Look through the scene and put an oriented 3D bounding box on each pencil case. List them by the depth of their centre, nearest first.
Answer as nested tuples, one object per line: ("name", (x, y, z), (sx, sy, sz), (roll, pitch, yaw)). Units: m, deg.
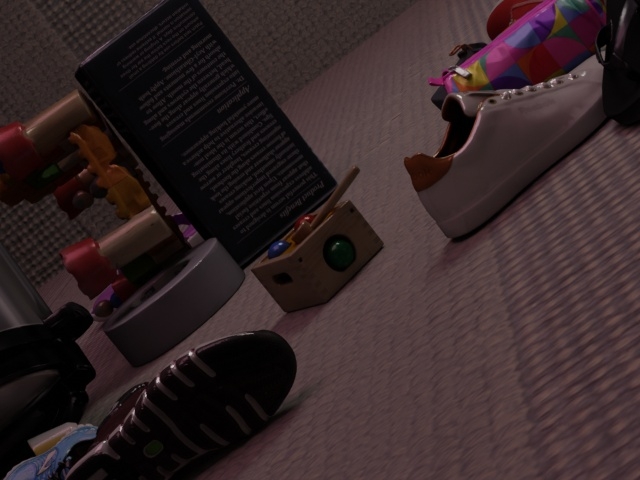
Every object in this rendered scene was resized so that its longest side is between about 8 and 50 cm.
("pencil case", (0.261, -0.234, 1.810), (0.236, 0.104, 0.104), (-34, 11, 17))

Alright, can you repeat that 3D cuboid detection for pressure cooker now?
("pressure cooker", (-0.531, 0.183, 1.912), (0.375, 0.420, 0.370), (-21, -27, -45))

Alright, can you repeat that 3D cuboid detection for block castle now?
("block castle", (-0.370, -0.039, 2.261), (0.212, 0.303, 0.453), (-33, -8, -2))

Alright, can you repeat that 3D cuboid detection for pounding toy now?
("pounding toy", (0.000, 0.000, 1.683), (0.130, 0.100, 0.141), (-44, 12, -27))

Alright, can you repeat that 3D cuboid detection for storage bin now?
("storage bin", (0.206, -0.214, 1.946), (0.091, 0.098, 0.135), (-50, 11, -4))

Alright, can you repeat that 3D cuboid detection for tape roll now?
("tape roll", (-0.219, 0.091, 2.110), (0.219, 0.072, 0.219), (-38, 10, 8))

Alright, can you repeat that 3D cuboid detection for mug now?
("mug", (-0.324, 0.269, 1.793), (0.064, 0.078, 0.062), (-32, -24, -14))

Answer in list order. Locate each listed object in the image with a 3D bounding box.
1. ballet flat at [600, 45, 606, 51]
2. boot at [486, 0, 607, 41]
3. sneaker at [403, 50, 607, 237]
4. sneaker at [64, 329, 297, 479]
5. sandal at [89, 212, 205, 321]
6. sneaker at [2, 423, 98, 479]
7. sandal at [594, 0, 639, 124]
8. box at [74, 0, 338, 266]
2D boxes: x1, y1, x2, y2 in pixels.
("ballet flat", (0.369, -0.256, 1.635), (0.188, 0.070, 0.070), (-43, 12, -23))
("boot", (0.285, -0.295, 2.030), (0.176, 0.088, 0.244), (-45, 16, -25))
("sneaker", (0.211, -0.136, 1.503), (0.290, 0.123, 0.106), (-40, 9, -19))
("sneaker", (-0.144, 0.159, 1.445), (0.281, 0.106, 0.162), (-36, 16, 12))
("sandal", (-0.279, -0.005, 2.626), (0.416, 0.102, 0.169), (-37, 10, 6))
("sneaker", (-0.317, 0.278, 1.681), (0.162, 0.063, 0.073), (-43, 15, -22))
("sandal", (0.314, -0.217, 1.468), (0.097, 0.054, 0.255), (-48, 24, 42))
("box", (-0.191, -0.180, 2.275), (0.212, 0.395, 0.293), (-38, 11, -7))
